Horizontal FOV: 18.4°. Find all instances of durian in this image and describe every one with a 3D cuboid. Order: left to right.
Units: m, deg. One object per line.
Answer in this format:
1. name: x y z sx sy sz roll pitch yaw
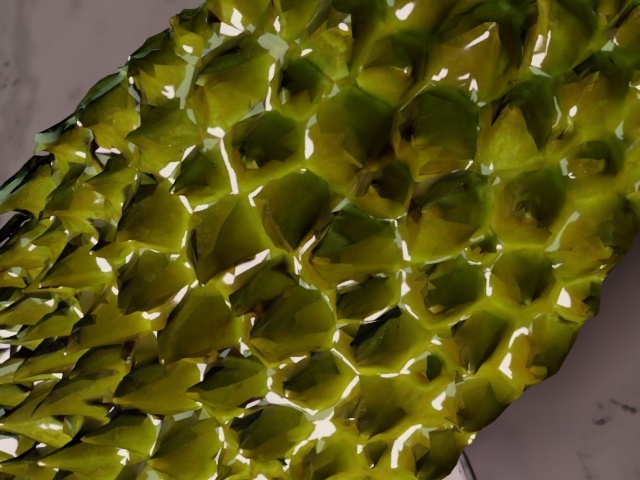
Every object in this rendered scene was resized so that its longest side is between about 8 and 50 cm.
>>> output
1. durian: 0.000 0.000 0.633 0.158 0.169 0.352 47 116 2
